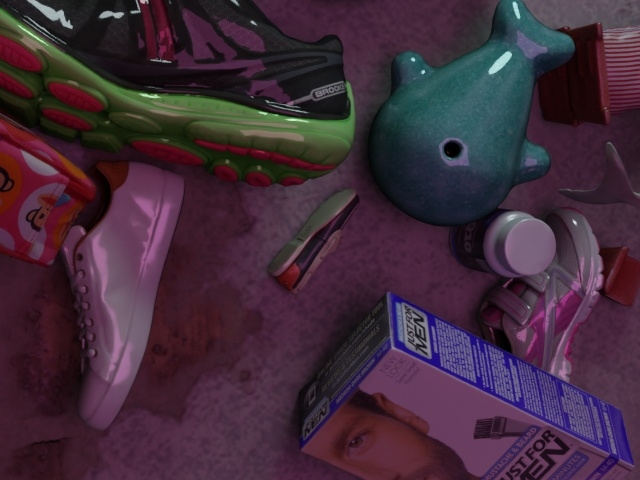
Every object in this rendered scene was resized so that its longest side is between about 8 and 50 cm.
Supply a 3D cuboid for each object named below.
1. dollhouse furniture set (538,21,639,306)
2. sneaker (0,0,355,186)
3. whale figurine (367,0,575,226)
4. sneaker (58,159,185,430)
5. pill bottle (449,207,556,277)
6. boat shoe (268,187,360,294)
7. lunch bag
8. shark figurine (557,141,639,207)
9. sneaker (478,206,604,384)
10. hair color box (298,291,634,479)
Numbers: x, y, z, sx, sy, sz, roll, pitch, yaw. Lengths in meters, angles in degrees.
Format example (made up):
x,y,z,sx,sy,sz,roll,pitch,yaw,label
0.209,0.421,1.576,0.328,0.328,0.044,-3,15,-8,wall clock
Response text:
x,y,z,sx,sy,sz,roll,pitch,yaw,label
0.393,-0.080,1.990,0.201,0.152,0.374,-11,98,-19,dollhouse furniture set
-0.188,-0.203,1.776,0.483,0.185,0.202,18,67,-22,sneaker
0.172,-0.142,1.882,0.216,0.141,0.272,38,94,-2,whale figurine
-0.238,0.053,1.800,0.123,0.106,0.290,16,78,-18,sneaker
0.210,0.002,1.937,0.078,0.137,0.078,-2,95,-21,pill bottle
0.000,0.000,1.907,0.043,0.049,0.137,44,82,-21,boat shoe
-0.384,-0.101,1.651,0.293,0.258,0.120,32,91,-41,lunch bag
0.420,-0.071,1.892,0.278,0.116,0.166,-30,87,-18,shark figurine
0.249,0.079,1.978,0.111,0.103,0.252,15,89,-23,sneaker
0.164,0.215,1.912,0.339,0.110,0.185,28,122,-19,hair color box
